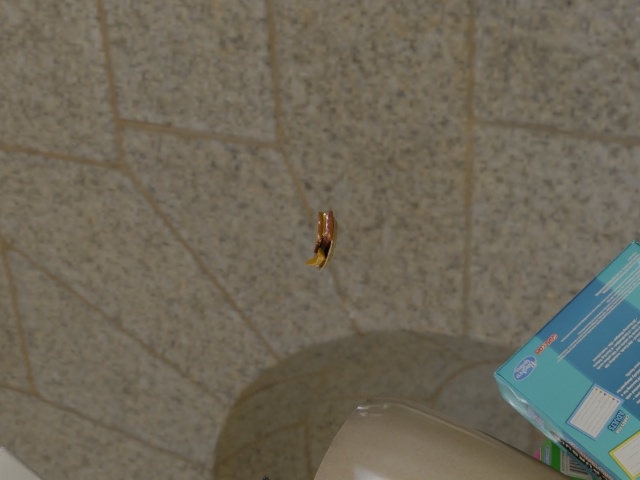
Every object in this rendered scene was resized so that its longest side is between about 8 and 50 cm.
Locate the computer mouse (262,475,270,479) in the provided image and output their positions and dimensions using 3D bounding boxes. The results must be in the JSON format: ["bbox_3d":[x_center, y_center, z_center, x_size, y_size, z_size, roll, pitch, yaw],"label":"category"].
[{"bbox_3d":[-0.107,0.461,1.835,0.071,0.041,0.242,-55,-10,-37],"label":"computer mouse"}]

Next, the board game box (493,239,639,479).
[{"bbox_3d":[0.416,0.191,1.311,0.254,0.336,0.079,-41,-34,-10],"label":"board game box"}]

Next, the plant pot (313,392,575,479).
[{"bbox_3d":[0.152,0.286,0.939,0.256,0.274,0.256,-33,-52,-55],"label":"plant pot"}]

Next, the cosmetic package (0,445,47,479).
[{"bbox_3d":[-0.500,0.516,1.463,0.230,0.161,0.453,45,-113,-16],"label":"cosmetic package"}]

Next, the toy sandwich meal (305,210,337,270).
[{"bbox_3d":[0.000,0.000,1.478,0.085,0.029,0.086,-168,90,-77],"label":"toy sandwich meal"}]

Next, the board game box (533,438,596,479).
[{"bbox_3d":[0.274,0.431,1.438,0.316,0.064,0.242,108,174,-50],"label":"board game box"}]
